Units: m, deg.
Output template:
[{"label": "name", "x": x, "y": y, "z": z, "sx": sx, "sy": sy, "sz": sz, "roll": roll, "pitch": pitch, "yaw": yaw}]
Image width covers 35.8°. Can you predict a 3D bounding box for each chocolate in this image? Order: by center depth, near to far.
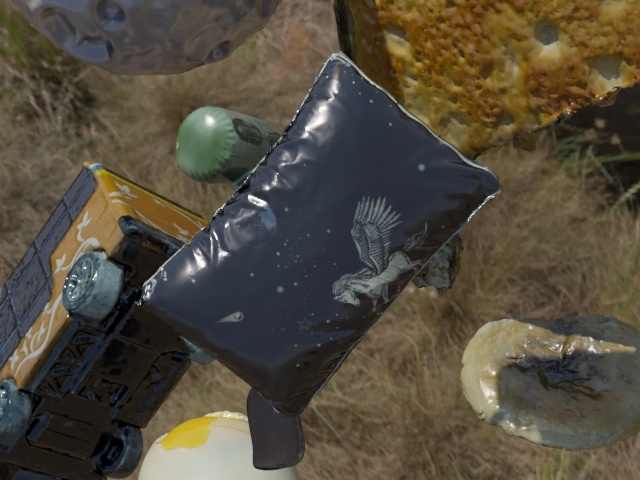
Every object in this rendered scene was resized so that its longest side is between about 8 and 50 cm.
[{"label": "chocolate", "x": -0.056, "y": 0.212, "z": 1.137, "sx": 0.064, "sy": 0.031, "sz": 0.101, "roll": -6, "pitch": 76, "yaw": -21}]

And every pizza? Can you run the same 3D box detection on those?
[{"label": "pizza", "x": 0.183, "y": -0.207, "z": 0.895, "sx": 0.406, "sy": 0.440, "sz": 0.130, "roll": 17, "pitch": 43, "yaw": 34}]

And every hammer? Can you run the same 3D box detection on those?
[{"label": "hammer", "x": -0.100, "y": -0.043, "z": 1.525, "sx": 0.119, "sy": 0.206, "sz": 0.336, "roll": -27, "pitch": 77, "yaw": 24}]

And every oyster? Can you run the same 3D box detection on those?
[{"label": "oyster", "x": 0.160, "y": 0.020, "z": 1.322, "sx": 0.132, "sy": 0.086, "sz": 0.029, "roll": -44, "pitch": 20, "yaw": 39}]

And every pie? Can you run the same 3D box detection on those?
[{"label": "pie", "x": 0.263, "y": 0.155, "z": 1.068, "sx": 0.218, "sy": 0.052, "sz": 0.185, "roll": -4, "pitch": 41, "yaw": 3}]

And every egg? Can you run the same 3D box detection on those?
[{"label": "egg", "x": -0.161, "y": 0.450, "z": 1.663, "sx": 0.283, "sy": 0.283, "sz": 0.345, "roll": -38, "pitch": 30, "yaw": -4}]

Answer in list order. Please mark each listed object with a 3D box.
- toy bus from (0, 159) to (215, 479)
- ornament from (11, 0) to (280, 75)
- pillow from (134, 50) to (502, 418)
[{"label": "toy bus", "x": -0.233, "y": 0.101, "z": 0.969, "sx": 0.323, "sy": 0.162, "sz": 0.194, "roll": -53, "pitch": 38, "yaw": 12}, {"label": "ornament", "x": -0.184, "y": -0.326, "z": 1.018, "sx": 0.337, "sy": 0.337, "sz": 0.337, "roll": -12, "pitch": 54, "yaw": 17}, {"label": "pillow", "x": 0.000, "y": 0.000, "z": 0.633, "sx": 0.141, "sy": 0.055, "sz": 0.208, "roll": 39, "pitch": 89, "yaw": -4}]
